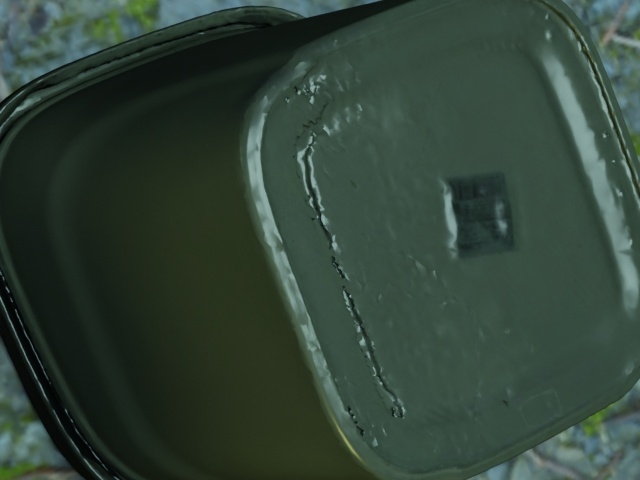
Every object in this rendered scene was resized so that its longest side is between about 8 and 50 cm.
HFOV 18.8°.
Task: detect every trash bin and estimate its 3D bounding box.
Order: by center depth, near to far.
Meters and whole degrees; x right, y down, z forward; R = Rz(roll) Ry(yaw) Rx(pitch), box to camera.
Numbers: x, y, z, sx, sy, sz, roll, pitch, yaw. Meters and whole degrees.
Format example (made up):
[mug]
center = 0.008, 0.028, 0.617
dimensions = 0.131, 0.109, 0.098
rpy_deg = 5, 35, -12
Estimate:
[trash bin]
center = 0.000, 0.000, 0.818
dimensions = 0.220, 0.250, 0.219
rpy_deg = -26, 98, -26
